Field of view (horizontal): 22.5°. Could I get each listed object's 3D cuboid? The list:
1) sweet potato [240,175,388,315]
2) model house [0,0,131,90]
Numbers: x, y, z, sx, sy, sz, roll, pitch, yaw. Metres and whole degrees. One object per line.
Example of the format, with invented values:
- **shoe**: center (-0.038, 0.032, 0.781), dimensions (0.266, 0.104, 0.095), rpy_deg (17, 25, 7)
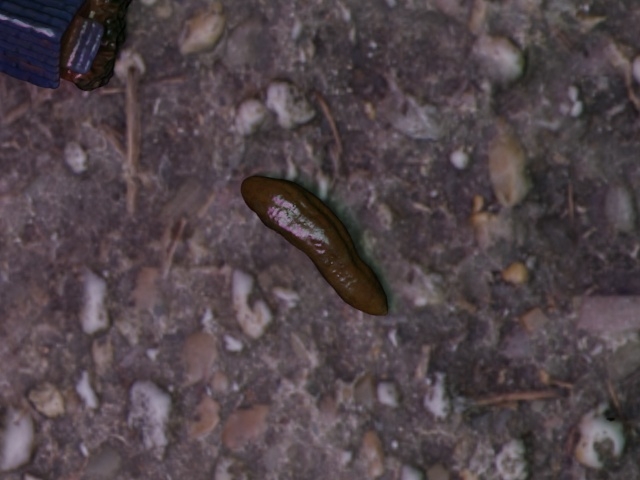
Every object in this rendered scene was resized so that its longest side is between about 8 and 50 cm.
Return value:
- **sweet potato**: center (0.000, 0.001, 1.480), dimensions (0.054, 0.053, 0.182), rpy_deg (-44, 90, 3)
- **model house**: center (-0.259, -0.237, 1.423), dimensions (0.166, 0.172, 0.183), rpy_deg (20, 97, 5)
